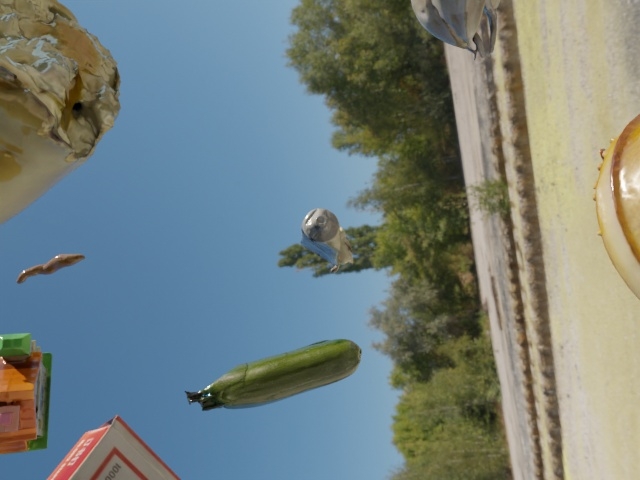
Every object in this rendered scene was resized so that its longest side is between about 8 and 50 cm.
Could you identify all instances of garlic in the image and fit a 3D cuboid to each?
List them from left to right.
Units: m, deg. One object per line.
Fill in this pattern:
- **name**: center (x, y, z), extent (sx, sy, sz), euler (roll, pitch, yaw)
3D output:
- **garlic**: center (0.236, -0.450, 0.808), extent (0.292, 0.209, 0.238), euler (66, -171, -50)

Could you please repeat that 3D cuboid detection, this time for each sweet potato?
- **sweet potato**: center (-0.689, 0.067, 1.301), extent (0.044, 0.178, 0.044), euler (161, 90, -87)

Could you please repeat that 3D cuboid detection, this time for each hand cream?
- **hand cream**: center (0.000, 0.000, 0.574), extent (0.037, 0.057, 0.165), euler (-57, -6, -11)

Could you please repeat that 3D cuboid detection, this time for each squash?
- **squash**: center (-0.075, 0.246, 0.916), extent (0.087, 0.331, 0.087), euler (40, 136, 55)

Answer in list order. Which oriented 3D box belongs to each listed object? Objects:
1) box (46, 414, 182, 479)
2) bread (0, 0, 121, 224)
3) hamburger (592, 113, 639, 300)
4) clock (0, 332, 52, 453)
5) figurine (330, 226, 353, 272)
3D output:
- **box**: center (-0.225, 0.289, 0.463), extent (0.123, 0.050, 0.229), euler (54, -151, -14)
- **bread**: center (-0.495, -0.174, 0.661), extent (0.250, 0.394, 0.361), euler (54, -170, -43)
- **hamburger**: center (0.321, -0.014, 0.389), extent (0.147, 0.236, 0.237), euler (111, 160, -60)
- **clock**: center (-0.643, 0.326, 1.070), extent (0.255, 0.106, 0.220), euler (132, 134, -60)
- **figurine**: center (0.030, 0.017, 0.993), extent (0.050, 0.047, 0.084), euler (-23, -82, -48)
